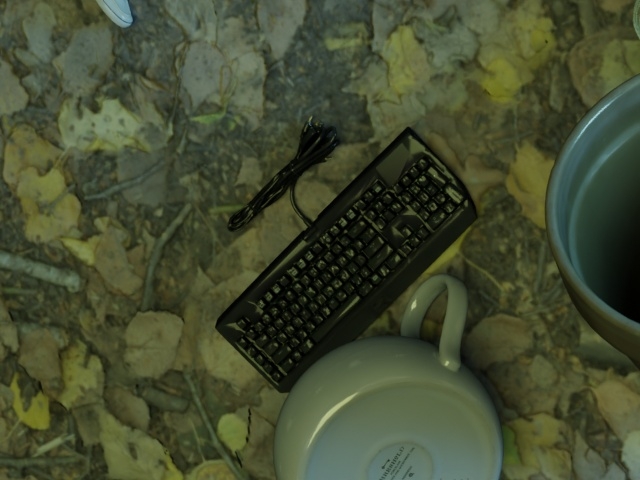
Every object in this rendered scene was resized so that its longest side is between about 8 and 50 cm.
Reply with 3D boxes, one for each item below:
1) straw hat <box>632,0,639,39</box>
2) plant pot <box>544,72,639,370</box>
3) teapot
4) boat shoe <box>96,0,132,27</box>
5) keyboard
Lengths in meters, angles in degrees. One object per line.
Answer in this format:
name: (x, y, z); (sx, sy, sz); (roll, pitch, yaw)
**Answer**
straw hat: (0.365, -0.196, 1.931); (0.144, 0.144, 0.061); (29, 150, 11)
plant pot: (0.386, 0.031, 1.836); (0.323, 0.280, 0.323); (-8, 55, 12)
teapot: (0.061, 0.192, 2.065); (0.256, 0.187, 0.252); (-19, 116, -4)
boat shoe: (-0.226, -0.276, 2.137); (0.035, 0.035, 0.100); (-34, 83, 25)
keyboard: (0.000, 0.000, 2.119); (0.201, 0.033, 0.317); (47, 111, 5)
